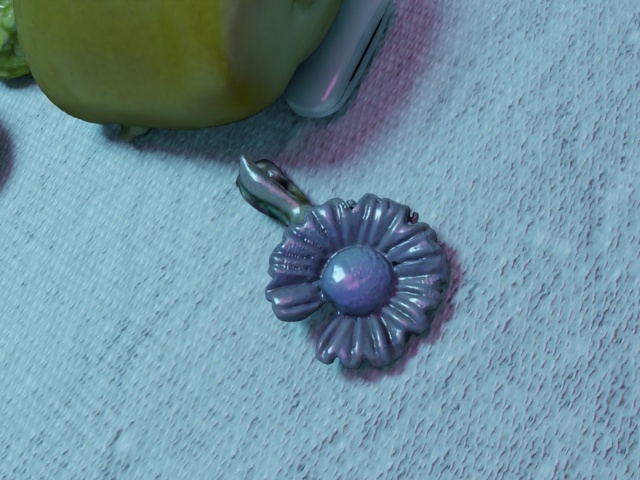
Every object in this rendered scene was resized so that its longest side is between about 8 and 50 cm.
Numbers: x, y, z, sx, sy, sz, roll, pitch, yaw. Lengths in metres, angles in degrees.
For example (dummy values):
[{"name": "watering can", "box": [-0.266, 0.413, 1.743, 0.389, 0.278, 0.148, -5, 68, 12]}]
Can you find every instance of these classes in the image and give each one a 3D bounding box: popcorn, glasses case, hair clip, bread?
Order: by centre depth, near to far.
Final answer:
[{"name": "hair clip", "box": [-0.004, -0.005, 0.896, 0.173, 0.069, 0.300, -43, 56, -6]}, {"name": "bread", "box": [-0.159, -0.308, 0.993, 0.376, 0.253, 0.348, 10, 68, 35]}, {"name": "glasses case", "box": [0.023, -0.226, 1.024, 0.074, 0.049, 0.193, 13, 69, 32]}, {"name": "popcorn", "box": [-0.431, -0.322, 1.212, 0.168, 0.173, 0.195, -44, 62, 21]}]
